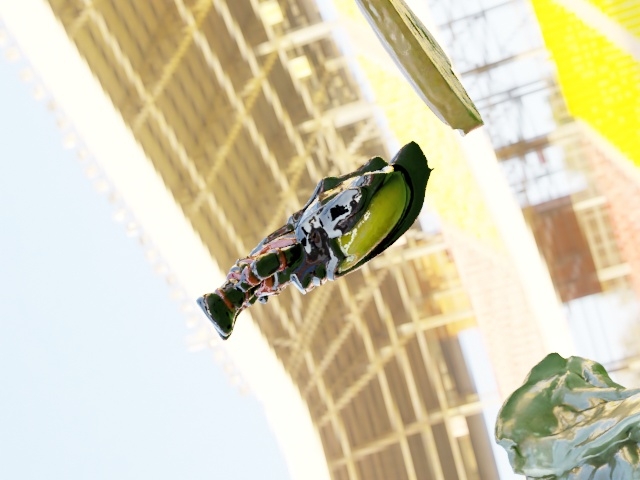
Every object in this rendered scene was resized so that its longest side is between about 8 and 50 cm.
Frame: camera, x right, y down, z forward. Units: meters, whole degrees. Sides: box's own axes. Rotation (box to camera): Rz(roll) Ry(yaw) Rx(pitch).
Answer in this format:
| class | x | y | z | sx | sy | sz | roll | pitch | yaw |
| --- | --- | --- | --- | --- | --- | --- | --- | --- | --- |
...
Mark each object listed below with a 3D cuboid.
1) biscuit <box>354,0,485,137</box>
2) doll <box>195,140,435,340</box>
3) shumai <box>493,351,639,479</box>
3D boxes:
| class | x | y | z | sx | sy | sz | roll | pitch | yaw |
| --- | --- | --- | --- | --- | --- | --- | --- | --- | --- |
| biscuit | 0.052 | -0.120 | 0.857 | 0.140 | 0.023 | 0.118 | 58 | -167 | 15 |
| doll | 0.002 | 0.003 | 1.279 | 0.088 | 0.248 | 0.127 | 56 | 171 | -18 |
| shumai | 0.299 | 0.207 | 1.354 | 0.288 | 0.292 | 0.330 | 37 | -164 | 21 |
